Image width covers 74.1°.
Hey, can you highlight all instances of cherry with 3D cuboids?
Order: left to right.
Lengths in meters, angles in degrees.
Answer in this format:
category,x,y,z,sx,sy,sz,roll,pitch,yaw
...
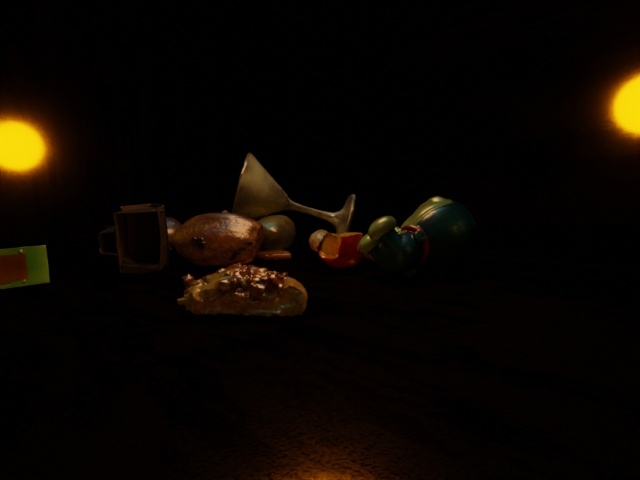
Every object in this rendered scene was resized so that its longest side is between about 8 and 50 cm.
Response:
category,x,y,z,sx,sy,sz,roll,pitch,yaw
cherry,-0.721,-0.036,2.000,0.175,0.176,0.140,-5,-25,-24

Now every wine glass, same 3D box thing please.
category,x,y,z,sx,sy,sz,roll,pitch,yaw
wine glass,-0.097,-0.121,1.497,0.405,0.268,0.267,17,4,-6

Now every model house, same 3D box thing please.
category,x,y,z,sx,sy,sz,roll,pitch,yaw
model house,-0.594,-0.015,1.403,0.204,0.212,0.243,-1,10,-5

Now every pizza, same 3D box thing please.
category,x,y,z,sx,sy,sz,roll,pitch,yaw
pizza,-0.159,0.090,0.812,0.228,0.082,0.289,-6,8,-32

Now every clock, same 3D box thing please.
category,x,y,z,sx,sy,sz,roll,pitch,yaw
clock,-0.930,0.072,1.202,0.255,0.106,0.219,3,7,45

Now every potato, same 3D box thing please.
category,x,y,z,sx,sy,sz,roll,pitch,yaw
potato,-0.186,-0.031,1.759,0.174,0.159,0.251,25,24,10

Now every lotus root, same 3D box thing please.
category,x,y,z,sx,sy,sz,roll,pitch,yaw
lotus root,-0.333,0.009,1.371,0.290,0.194,0.193,4,6,7

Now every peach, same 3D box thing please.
category,x,y,z,sx,sy,sz,roll,pitch,yaw
peach,0.071,0.026,1.218,0.151,0.118,0.151,-22,-32,-15

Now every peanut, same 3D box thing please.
category,x,y,z,sx,sy,sz,roll,pitch,yaw
peanut,0.000,0.000,1.685,0.087,0.087,0.207,-2,6,3

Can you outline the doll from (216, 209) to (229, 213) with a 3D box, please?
category,x,y,z,sx,sy,sz,roll,pitch,yaw
doll,-0.532,-0.040,2.262,0.201,0.156,0.303,-44,-8,-10

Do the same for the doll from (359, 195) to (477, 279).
category,x,y,z,sx,sy,sz,roll,pitch,yaw
doll,0.267,0.001,1.083,0.321,0.186,0.199,-23,-19,-21

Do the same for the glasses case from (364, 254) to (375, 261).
category,x,y,z,sx,sy,sz,roll,pitch,yaw
glasses case,0.287,0.027,1.311,0.315,0.076,0.123,-4,7,-16

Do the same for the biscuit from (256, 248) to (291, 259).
category,x,y,z,sx,sy,sz,roll,pitch,yaw
biscuit,-0.178,0.052,1.523,0.125,0.025,0.206,-4,4,-17
